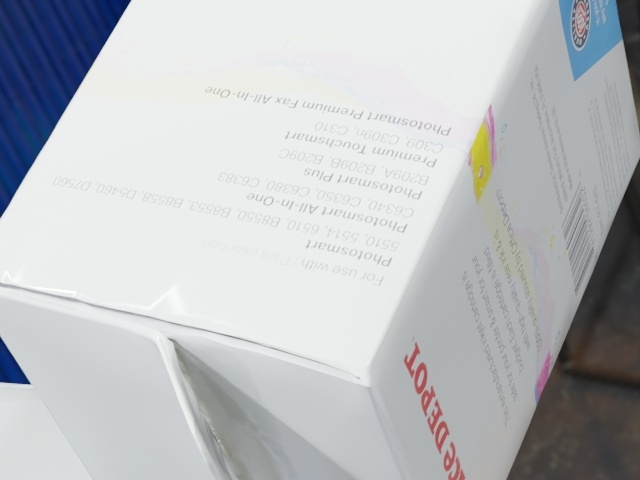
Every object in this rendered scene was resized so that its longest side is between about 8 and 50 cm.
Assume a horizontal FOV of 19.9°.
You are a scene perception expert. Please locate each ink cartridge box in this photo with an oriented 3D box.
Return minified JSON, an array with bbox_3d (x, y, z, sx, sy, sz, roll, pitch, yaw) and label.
[{"bbox_3d":[0.000,0.000,0.385,0.089,0.092,0.143,12,58,25],"label":"ink cartridge box"}]

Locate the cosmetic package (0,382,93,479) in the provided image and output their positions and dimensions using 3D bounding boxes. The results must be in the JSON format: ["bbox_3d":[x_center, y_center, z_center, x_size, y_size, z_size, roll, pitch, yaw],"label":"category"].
[{"bbox_3d":[-0.126,0.142,0.479,0.151,0.151,0.184,3,23,18],"label":"cosmetic package"}]
